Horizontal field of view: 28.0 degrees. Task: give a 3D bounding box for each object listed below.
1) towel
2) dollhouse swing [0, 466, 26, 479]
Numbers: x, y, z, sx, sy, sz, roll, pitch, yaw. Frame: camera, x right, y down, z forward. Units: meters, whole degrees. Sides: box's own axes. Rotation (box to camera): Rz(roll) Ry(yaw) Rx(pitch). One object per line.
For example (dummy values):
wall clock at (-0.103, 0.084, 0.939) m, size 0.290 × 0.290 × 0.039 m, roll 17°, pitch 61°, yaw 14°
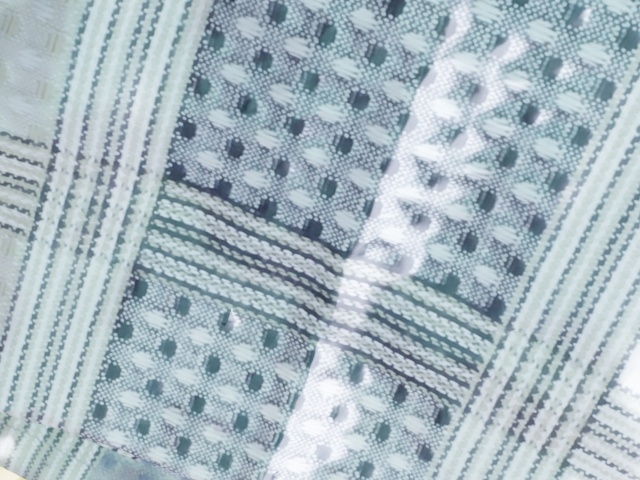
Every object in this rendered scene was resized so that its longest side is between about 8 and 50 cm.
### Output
towel at (0.000, 0.000, 0.435) m, size 0.312 × 0.056 × 0.324 m, roll 23°, pitch 121°, yaw -1°
dollhouse swing at (0.041, 0.061, 0.525) m, size 0.347 × 0.305 × 0.315 m, roll 57°, pitch 155°, yaw -18°
